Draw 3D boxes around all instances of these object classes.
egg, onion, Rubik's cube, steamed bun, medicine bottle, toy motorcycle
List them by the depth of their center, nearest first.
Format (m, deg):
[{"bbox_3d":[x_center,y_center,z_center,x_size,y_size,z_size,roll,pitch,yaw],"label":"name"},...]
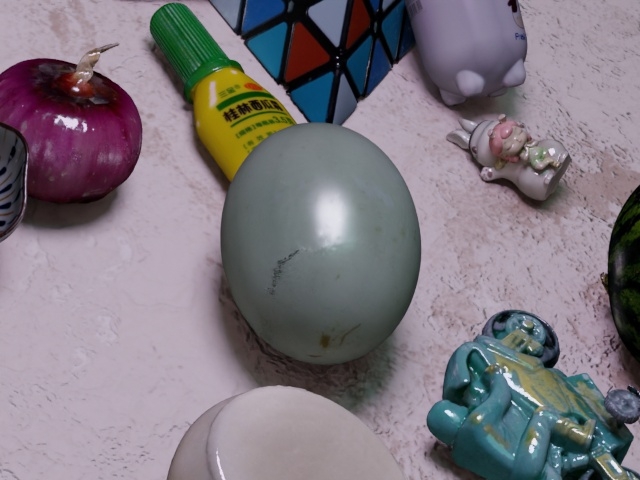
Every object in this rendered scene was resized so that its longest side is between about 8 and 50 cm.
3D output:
[{"bbox_3d":[-0.035,0.250,1.667,0.232,0.145,0.231,22,40,-20],"label":"steamed bun"},{"bbox_3d":[0.210,0.183,1.868,0.198,0.109,0.296,-12,49,-29],"label":"toy motorcycle"},{"bbox_3d":[0.000,0.000,1.906,0.203,0.203,0.282,10,43,-12],"label":"egg"},{"bbox_3d":[-0.271,-0.117,1.970,0.177,0.153,0.177,6,55,-8],"label":"onion"},{"bbox_3d":[-0.106,-0.157,2.133,0.111,0.076,0.309,-12,49,-33],"label":"medicine bottle"},{"bbox_3d":[-0.038,-0.307,2.266,0.234,0.250,0.284,14,42,23],"label":"Rubik's cube"}]

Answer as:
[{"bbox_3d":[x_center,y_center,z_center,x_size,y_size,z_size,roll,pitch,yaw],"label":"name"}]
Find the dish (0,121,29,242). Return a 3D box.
[{"bbox_3d":[-0.367,-0.039,1.882,0.191,0.066,0.190,-5,61,9],"label":"dish"}]

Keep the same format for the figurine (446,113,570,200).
[{"bbox_3d":[0.220,-0.118,2.202,0.146,0.098,0.081,34,55,13],"label":"figurine"}]

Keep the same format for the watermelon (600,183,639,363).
[{"bbox_3d":[0.426,0.032,2.005,0.269,0.269,0.269,11,42,-10],"label":"watermelon"}]

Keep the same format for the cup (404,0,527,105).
[{"bbox_3d":[0.182,-0.242,2.300,0.134,0.173,0.142,-15,87,-3],"label":"cup"}]
